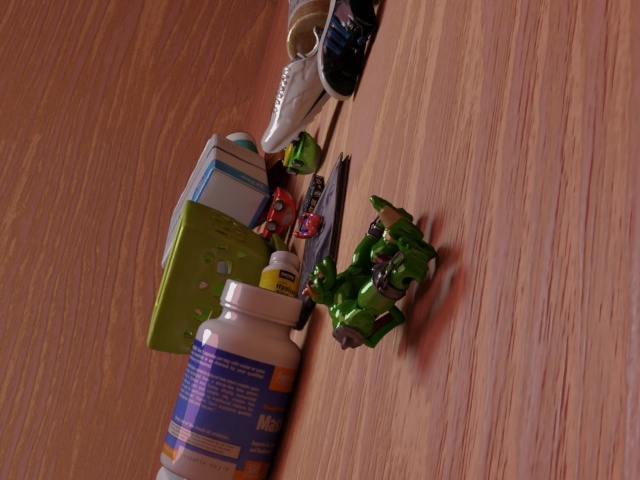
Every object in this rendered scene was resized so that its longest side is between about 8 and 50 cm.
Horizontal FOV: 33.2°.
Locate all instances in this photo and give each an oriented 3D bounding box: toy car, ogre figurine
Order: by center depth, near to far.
[{"bbox_3d":[0.051,0.035,1.003,0.118,0.097,0.197,-53,29,11],"label":"ogre figurine"},{"bbox_3d":[-0.039,-0.130,1.946,0.225,0.053,0.239,133,152,-69],"label":"toy car"}]

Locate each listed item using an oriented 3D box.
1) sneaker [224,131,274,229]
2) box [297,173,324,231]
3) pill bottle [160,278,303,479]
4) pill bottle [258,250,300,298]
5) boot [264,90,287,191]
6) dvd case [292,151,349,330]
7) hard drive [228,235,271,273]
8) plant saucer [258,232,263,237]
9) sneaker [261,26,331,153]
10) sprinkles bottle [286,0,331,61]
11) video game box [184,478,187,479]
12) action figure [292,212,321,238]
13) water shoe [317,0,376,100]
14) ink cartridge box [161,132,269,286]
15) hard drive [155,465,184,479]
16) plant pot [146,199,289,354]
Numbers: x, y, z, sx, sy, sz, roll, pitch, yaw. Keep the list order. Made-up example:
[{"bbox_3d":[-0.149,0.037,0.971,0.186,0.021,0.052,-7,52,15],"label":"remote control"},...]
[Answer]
[{"bbox_3d":[-0.165,-0.083,2.436,0.295,0.124,0.178,86,174,-49],"label":"sneaker"},{"bbox_3d":[-0.016,-0.061,1.789,0.067,0.018,0.083,-96,24,-68],"label":"box"},{"bbox_3d":[-0.114,0.198,1.489,0.152,0.152,0.272,-175,102,-81],"label":"pill bottle"},{"bbox_3d":[-0.066,0.077,1.688,0.065,0.065,0.116,121,163,-57],"label":"pill bottle"},{"bbox_3d":[-0.082,-0.214,2.310,0.152,0.073,0.197,-85,2,-56],"label":"boot"},{"bbox_3d":[0.000,0.000,1.584,0.164,0.018,0.221,116,167,-47],"label":"dvd case"},{"bbox_3d":[-0.131,0.057,1.994,0.022,0.094,0.135,-13,-68,-50],"label":"hard drive"},{"bbox_3d":[-0.152,0.035,2.427,0.119,0.021,0.119,-163,90,-81],"label":"plant saucer"},{"bbox_3d":[-0.039,-0.256,1.854,0.235,0.095,0.090,-52,18,10],"label":"sneaker"},{"bbox_3d":[-0.004,-0.428,2.052,0.355,0.121,0.121,-91,19,-62],"label":"sprinkles bottle"},{"bbox_3d":[-0.149,0.292,1.686,0.205,0.048,0.187,-60,17,-1],"label":"video game box"},{"bbox_3d":[-0.020,-0.022,1.598,0.115,0.030,0.038,164,128,-76],"label":"action figure"},{"bbox_3d":[0.046,-0.327,1.716,0.080,0.073,0.203,-2,82,59],"label":"water shoe"},{"bbox_3d":[-0.210,-0.064,2.165,0.223,0.129,0.307,-61,13,14],"label":"ink cartridge box"},{"bbox_3d":[-0.221,0.526,1.627,0.353,0.047,0.233,-140,63,-67],"label":"hard drive"},{"bbox_3d":[-0.167,0.079,1.850,0.227,0.207,0.228,-115,43,-76],"label":"plant pot"}]
